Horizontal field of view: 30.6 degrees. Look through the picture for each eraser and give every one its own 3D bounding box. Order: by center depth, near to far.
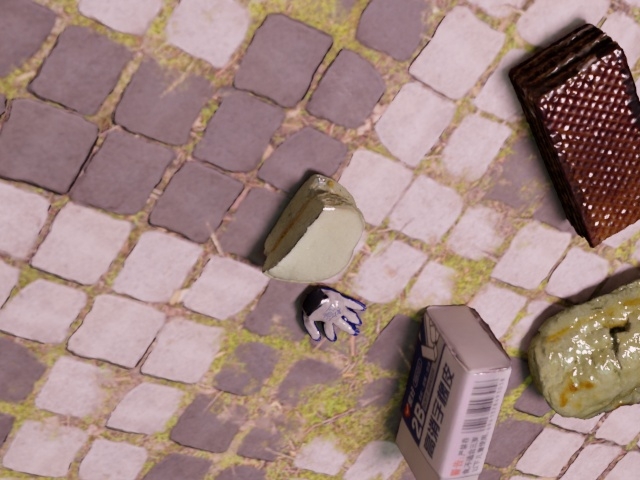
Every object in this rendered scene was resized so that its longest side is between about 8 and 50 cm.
[{"bbox_3d":[0.150,0.194,1.361,0.068,0.124,0.210,-4,125,-22],"label":"eraser"}]

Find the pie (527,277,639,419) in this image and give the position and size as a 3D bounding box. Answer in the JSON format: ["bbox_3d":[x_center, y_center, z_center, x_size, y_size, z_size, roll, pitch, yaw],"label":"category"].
[{"bbox_3d":[0.382,0.142,1.451,0.248,0.090,0.201,-22,132,-4],"label":"pie"}]

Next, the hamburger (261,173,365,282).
[{"bbox_3d":[-0.001,-0.002,1.204,0.084,0.054,0.121,22,115,-39],"label":"hamburger"}]

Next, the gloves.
[{"bbox_3d":[0.012,0.084,1.286,0.086,0.026,0.064,27,111,-41],"label":"gloves"}]

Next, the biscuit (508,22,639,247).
[{"bbox_3d":[0.290,-0.104,1.249,0.106,0.070,0.252,-31,130,0],"label":"biscuit"}]
